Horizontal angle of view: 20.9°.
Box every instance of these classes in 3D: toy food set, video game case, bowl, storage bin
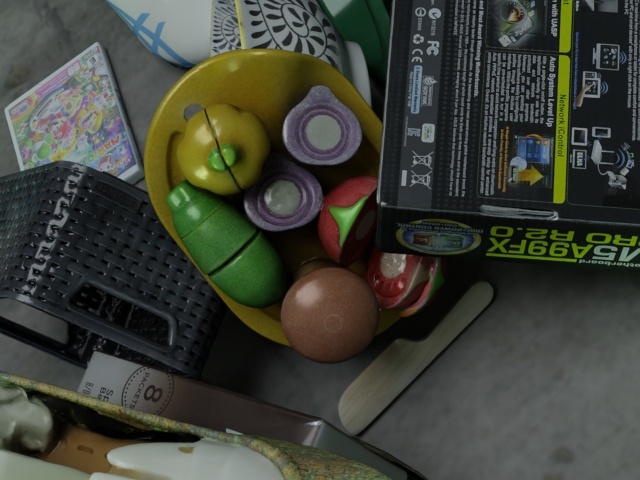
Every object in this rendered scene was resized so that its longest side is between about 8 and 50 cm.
[{"bbox_3d":[0.000,0.000,0.911,0.128,0.218,0.071,-38,14,4],"label":"toy food set"},{"bbox_3d":[-0.169,-0.068,1.183,0.087,0.011,0.122,-33,53,16],"label":"video game case"},{"bbox_3d":[-0.015,-0.077,1.019,0.080,0.170,0.170,-3,58,-10],"label":"bowl"},{"bbox_3d":[-0.135,0.021,1.008,0.180,0.122,0.084,-8,59,63],"label":"storage bin"}]

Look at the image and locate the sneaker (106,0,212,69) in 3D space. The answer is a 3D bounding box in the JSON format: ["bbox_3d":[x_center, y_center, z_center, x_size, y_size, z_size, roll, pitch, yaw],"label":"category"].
[{"bbox_3d":[-0.121,-0.193,1.167,0.085,0.086,0.237,-47,52,3],"label":"sneaker"}]

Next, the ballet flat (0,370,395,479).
[{"bbox_3d":[-0.101,0.127,0.817,0.348,0.123,0.123,10,73,36],"label":"ballet flat"}]

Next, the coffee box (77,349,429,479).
[{"bbox_3d":[-0.086,0.225,0.910,0.168,0.119,0.297,14,75,38],"label":"coffee box"}]

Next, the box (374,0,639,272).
[{"bbox_3d":[0.144,-0.117,0.904,0.216,0.060,0.270,4,67,2],"label":"box"}]

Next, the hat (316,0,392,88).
[{"bbox_3d":[0.069,-0.219,1.028,0.183,0.173,0.208,-30,77,-6],"label":"hat"}]
